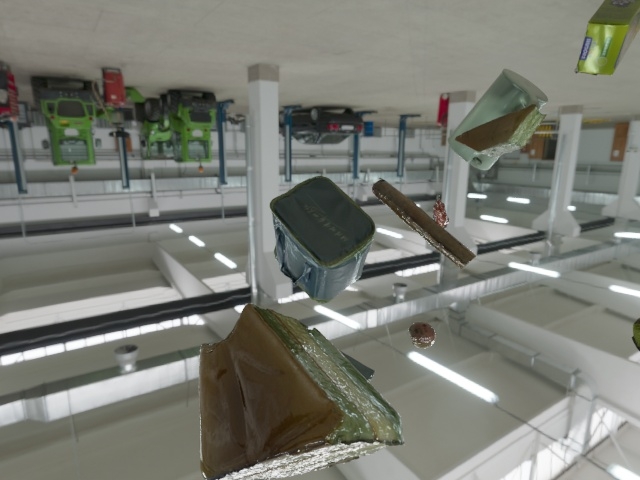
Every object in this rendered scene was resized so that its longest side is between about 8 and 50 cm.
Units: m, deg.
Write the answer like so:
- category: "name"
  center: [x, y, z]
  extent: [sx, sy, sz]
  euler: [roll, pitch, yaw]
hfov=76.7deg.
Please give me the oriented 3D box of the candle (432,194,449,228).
- category: "candle"
  center: [0.385, -0.092, 1.293]
  extent: [0.053, 0.048, 0.162]
  euler: [24, 163, 29]

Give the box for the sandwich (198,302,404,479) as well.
- category: "sandwich"
  center: [-0.032, 0.179, 0.518]
  extent: [0.227, 0.198, 0.155]
  euler: [-31, 141, 28]

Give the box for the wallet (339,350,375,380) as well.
- category: "wallet"
  center: [0.049, 0.550, 1.532]
  extent: [0.191, 0.046, 0.379]
  euler: [25, -156, 25]

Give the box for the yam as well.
- category: "yam"
  center: [0.205, -0.040, 0.840]
  extent: [0.264, 0.046, 0.046]
  euler: [44, -148, 21]

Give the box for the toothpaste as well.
- category: "toothpaste"
  center: [0.685, -0.504, 0.925]
  extent: [0.077, 0.110, 0.327]
  euler: [25, -123, 30]

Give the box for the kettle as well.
- category: "kettle"
  center: [0.642, -0.436, 1.493]
  extent: [0.205, 0.318, 0.265]
  euler: [45, -140, 11]

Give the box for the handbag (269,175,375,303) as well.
- category: "handbag"
  center: [0.000, 0.000, 1.057]
  extent: [0.222, 0.241, 0.263]
  euler: [-32, -112, -22]

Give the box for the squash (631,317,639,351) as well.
- category: "squash"
  center: [0.878, 0.237, 0.980]
  extent: [0.192, 0.085, 0.184]
  euler: [-27, -130, -15]

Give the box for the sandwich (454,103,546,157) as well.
- category: "sandwich"
  center: [0.551, -0.319, 1.247]
  extent: [0.094, 0.096, 0.258]
  euler: [10, 164, -37]

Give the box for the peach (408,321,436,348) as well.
- category: "peach"
  center: [0.306, 0.282, 1.216]
  extent: [0.083, 0.083, 0.083]
  euler: [0, -167, 0]
